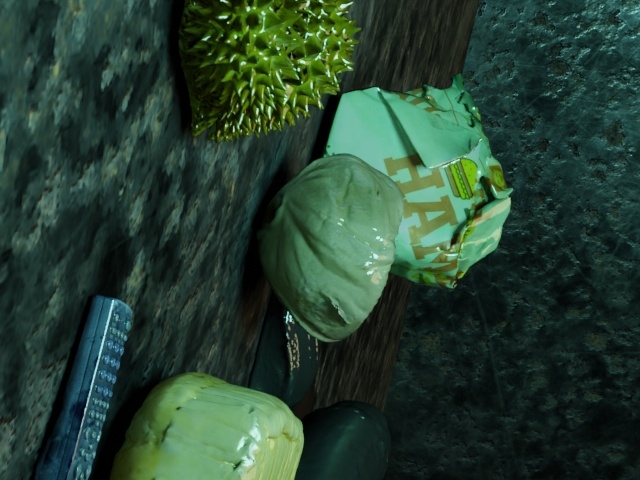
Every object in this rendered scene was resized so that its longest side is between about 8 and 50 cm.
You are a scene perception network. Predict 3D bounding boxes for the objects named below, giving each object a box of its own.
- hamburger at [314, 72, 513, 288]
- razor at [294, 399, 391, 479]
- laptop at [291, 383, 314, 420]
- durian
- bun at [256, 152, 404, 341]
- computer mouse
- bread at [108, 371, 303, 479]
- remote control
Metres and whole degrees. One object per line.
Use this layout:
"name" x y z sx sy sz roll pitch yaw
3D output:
"hamburger" 0.098 -0.070 1.245 0.125 0.214 0.235 111 -8 -66
"razor" -0.035 0.262 1.089 0.189 0.107 0.327 -34 -173 18
"laptop" -0.047 0.241 1.426 0.207 0.026 0.153 51 52 -80
"durian" -0.027 -0.148 0.726 0.208 0.102 0.146 78 34 -61
"bun" 0.000 0.000 1.051 0.166 0.113 0.173 -69 -167 -10
"computer mouse" -0.029 0.111 1.220 0.099 0.057 0.172 -28 131 -67
"bread" -0.082 0.170 0.857 0.236 0.106 0.140 63 42 -76
"remote control" -0.140 0.107 0.677 0.043 0.027 0.152 55 49 -70
